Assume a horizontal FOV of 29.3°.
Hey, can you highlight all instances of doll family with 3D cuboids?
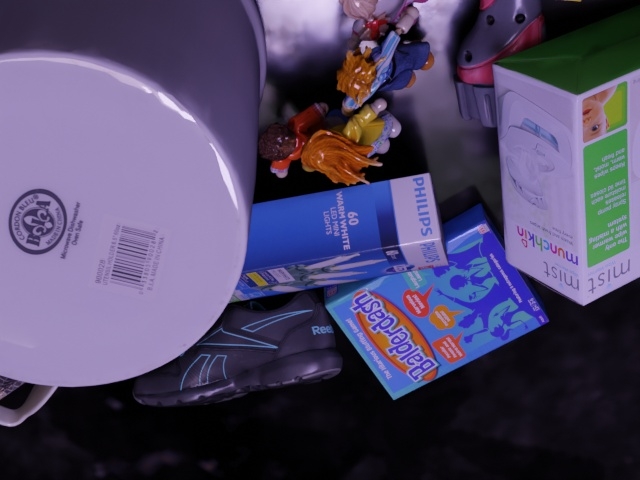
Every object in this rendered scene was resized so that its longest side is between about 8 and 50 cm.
[{"bbox_3d":[0.044,-0.145,1.204,0.118,0.163,0.263,38,115,16],"label":"doll family"}]

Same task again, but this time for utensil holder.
[{"bbox_3d":[-0.215,-0.101,1.114,0.328,0.385,0.327,-1,119,-1],"label":"utensil holder"}]

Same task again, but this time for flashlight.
[{"bbox_3d":[0.165,-0.268,1.203,0.103,0.103,0.304,-24,118,-21],"label":"flashlight"}]

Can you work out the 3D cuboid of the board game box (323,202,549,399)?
[{"bbox_3d":[0.133,0.074,1.419,0.210,0.047,0.160,-29,116,15],"label":"board game box"}]

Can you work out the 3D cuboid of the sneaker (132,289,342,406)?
[{"bbox_3d":[-0.101,0.132,1.429,0.267,0.101,0.106,-15,80,20],"label":"sneaker"}]

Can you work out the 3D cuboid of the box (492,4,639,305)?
[{"bbox_3d":[0.313,-0.099,1.226,0.262,0.127,0.231,-23,122,-25],"label":"box"}]

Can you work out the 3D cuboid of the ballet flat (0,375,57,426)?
[{"bbox_3d":[-0.427,0.179,1.411,0.483,0.164,0.182,-33,136,14],"label":"ballet flat"}]

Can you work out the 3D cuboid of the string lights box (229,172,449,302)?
[{"bbox_3d":[0.000,0.000,1.310,0.260,0.133,0.076,-10,75,8],"label":"string lights box"}]
